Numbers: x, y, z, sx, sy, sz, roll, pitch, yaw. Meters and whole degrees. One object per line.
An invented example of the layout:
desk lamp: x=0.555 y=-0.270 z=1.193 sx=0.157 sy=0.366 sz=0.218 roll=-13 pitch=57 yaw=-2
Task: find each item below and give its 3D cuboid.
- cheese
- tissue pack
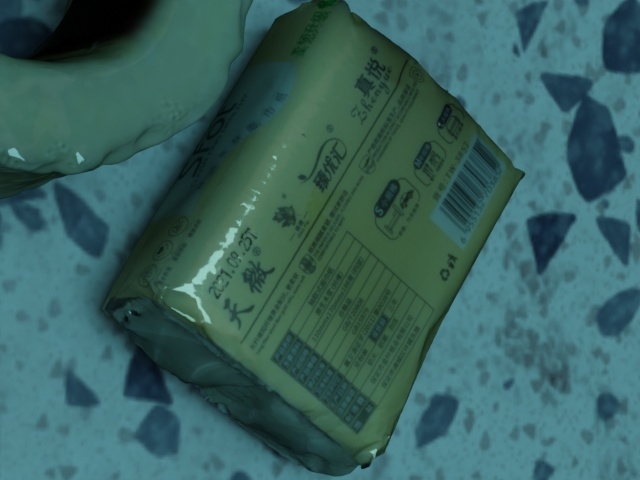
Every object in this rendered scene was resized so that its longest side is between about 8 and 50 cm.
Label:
cheese: x=-0.173 y=-0.196 z=0.958 sx=0.292 sy=0.153 sz=0.332 roll=20 pitch=77 yaw=-29
tissue pack: x=0.000 y=0.000 z=1.083 sx=0.186 sy=0.090 sz=0.222 roll=39 pitch=69 yaw=-26
